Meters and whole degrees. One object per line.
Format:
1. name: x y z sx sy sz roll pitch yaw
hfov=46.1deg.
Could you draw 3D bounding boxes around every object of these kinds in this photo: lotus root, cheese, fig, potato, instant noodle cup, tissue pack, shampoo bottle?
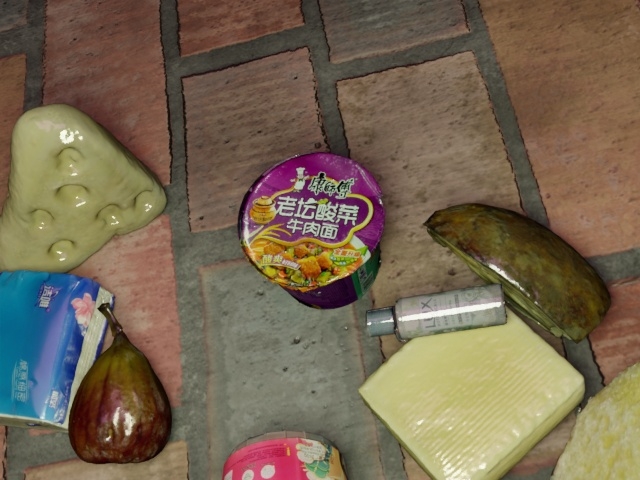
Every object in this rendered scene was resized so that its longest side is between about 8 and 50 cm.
1. lotus root: 0.330 0.026 1.244 0.314 0.210 0.142 39 89 12
2. cheese: -0.496 -0.088 1.384 0.351 0.328 0.130 -29 56 -3
3. fig: -0.346 0.241 1.284 0.170 0.145 0.274 -10 77 7
4. potato: 0.506 0.338 1.023 0.237 0.289 0.301 26 74 -12
5. instant noodle cup: -0.051 0.397 1.114 0.302 0.258 0.182 -7 49 2
6. tissue pack: -0.511 0.196 1.355 0.209 0.137 0.270 5 65 13
7. shampoo bottle: 0.177 0.114 1.162 0.214 0.072 0.072 -10 63 13
8. instant noodle cup: 0.000 0.000 1.311 0.251 0.190 0.251 -5 64 10
9. cheese: 0.233 0.240 1.181 0.265 0.124 0.242 -39 63 -9
